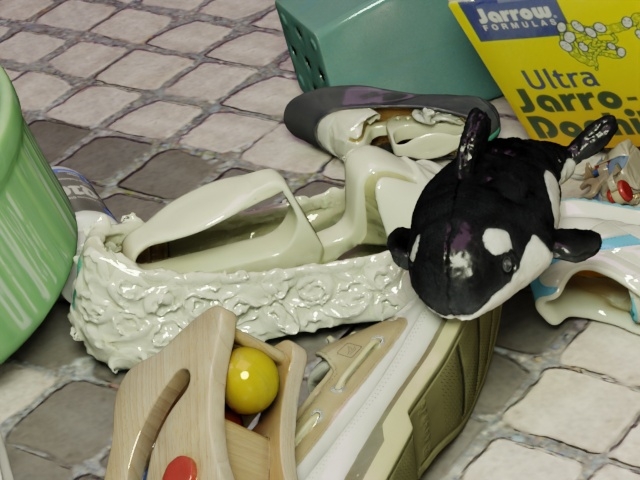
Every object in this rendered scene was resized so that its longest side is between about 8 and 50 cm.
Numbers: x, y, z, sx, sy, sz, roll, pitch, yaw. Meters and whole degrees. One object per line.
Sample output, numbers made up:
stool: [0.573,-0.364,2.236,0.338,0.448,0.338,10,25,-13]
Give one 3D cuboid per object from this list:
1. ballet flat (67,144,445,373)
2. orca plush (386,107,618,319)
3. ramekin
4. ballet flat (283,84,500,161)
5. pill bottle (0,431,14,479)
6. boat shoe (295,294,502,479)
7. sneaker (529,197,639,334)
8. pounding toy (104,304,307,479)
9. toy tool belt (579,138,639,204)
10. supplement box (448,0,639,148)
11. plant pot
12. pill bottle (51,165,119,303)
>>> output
ballet flat: [0.000,0.000,1.395,0.409,0.147,0.147,-15,32,-11]
orca plush: [0.139,-0.049,1.279,0.151,0.102,0.287,11,29,36]
ramekin: [-0.339,0.001,1.390,0.303,0.148,0.303,-18,39,15]
ballet flat: [0.060,-0.101,1.605,0.203,0.074,0.074,2,33,13]
pill bottle: [-0.317,0.186,1.166,0.229,0.131,0.131,-14,32,-7]
boat shoe: [0.041,0.104,1.232,0.103,0.113,0.302,13,38,21]
sneaker: [0.271,0.025,1.346,0.229,0.087,0.092,-1,50,12]
pounding toy: [-0.084,0.163,1.062,0.154,0.155,0.269,-21,53,39]
toy tool belt: [0.244,-0.047,1.499,0.051,0.052,0.083,-28,16,32]
supplement box: [0.296,-0.272,1.573,0.194,0.195,0.356,0,49,41]
plant pot: [0.090,-0.214,1.705,0.234,0.165,0.165,-26,34,-12]
pill bottle: [-0.208,-0.002,1.497,0.078,0.078,0.137,-19,33,-17]
